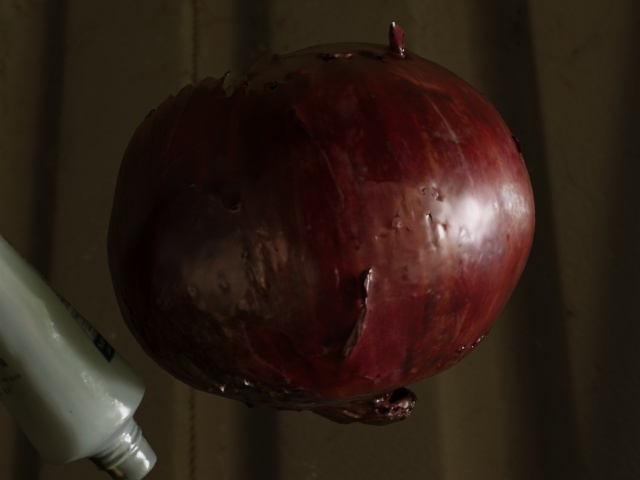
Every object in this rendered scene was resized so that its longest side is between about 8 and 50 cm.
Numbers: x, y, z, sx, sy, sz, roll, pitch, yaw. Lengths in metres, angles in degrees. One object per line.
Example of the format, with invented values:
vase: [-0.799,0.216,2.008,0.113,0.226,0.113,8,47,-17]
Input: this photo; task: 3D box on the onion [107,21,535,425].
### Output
onion: [0.000,0.000,0.850,0.276,0.276,0.276,-13,-117,27]

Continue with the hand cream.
hand cream: [-0.215,0.019,0.788,0.078,0.341,0.124,-45,-164,-22]
